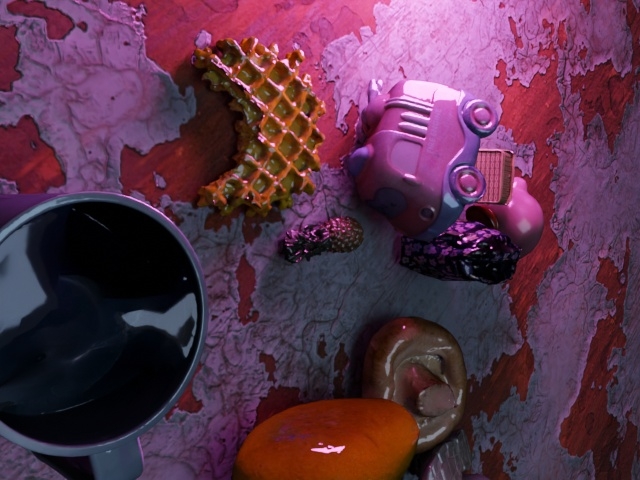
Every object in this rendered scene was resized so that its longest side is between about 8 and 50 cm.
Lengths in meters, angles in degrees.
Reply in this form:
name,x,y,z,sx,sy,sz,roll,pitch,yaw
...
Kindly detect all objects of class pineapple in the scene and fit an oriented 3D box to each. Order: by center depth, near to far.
name,x,y,z,sx,sy,sz,roll,pitch,yaw
pineapple,0.000,0.000,1.257,0.159,0.074,0.074,-14,103,-33

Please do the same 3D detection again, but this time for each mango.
name,x,y,z,sx,sy,sz,roll,pitch,yaw
mango,0.017,0.361,1.170,0.365,0.253,0.182,-21,112,-37

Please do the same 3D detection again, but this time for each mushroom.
name,x,y,z,sx,sy,sz,roll,pitch,yaw
mushroom,0.180,0.288,1.395,0.278,0.146,0.278,-4,98,-32

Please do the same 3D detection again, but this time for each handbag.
name,x,y,z,sx,sy,sz,roll,pitch,yaw
handbag,0.290,0.024,1.426,0.229,0.208,0.126,-2,100,-45

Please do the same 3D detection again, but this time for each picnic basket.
name,x,y,z,sx,sy,sz,roll,pitch,yaw
picnic basket,0.315,-0.132,1.463,0.079,0.164,0.115,1,93,-59

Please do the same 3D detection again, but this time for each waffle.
name,x,y,z,sx,sy,sz,roll,pitch,yaw
waffle,-0.087,-0.182,1.157,0.260,0.069,0.293,-8,101,-41

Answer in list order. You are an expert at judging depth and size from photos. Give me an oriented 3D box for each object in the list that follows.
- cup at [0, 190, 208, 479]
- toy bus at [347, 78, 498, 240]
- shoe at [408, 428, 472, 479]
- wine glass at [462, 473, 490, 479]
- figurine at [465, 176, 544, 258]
name,x,y,z,sx,sy,sz,roll,pitch,yaw
cup,-0.303,0.094,0.816,0.257,0.311,0.331,-53,126,-25
toy bus,0.172,-0.159,1.310,0.232,0.197,0.294,19,72,-11
shoe,0.232,0.462,1.474,0.227,0.126,0.099,-12,89,-60
wine glass,0.253,0.578,1.492,0.321,0.143,0.143,2,93,-43
figurine,0.411,-0.038,1.561,0.173,0.173,0.173,-5,97,-42
